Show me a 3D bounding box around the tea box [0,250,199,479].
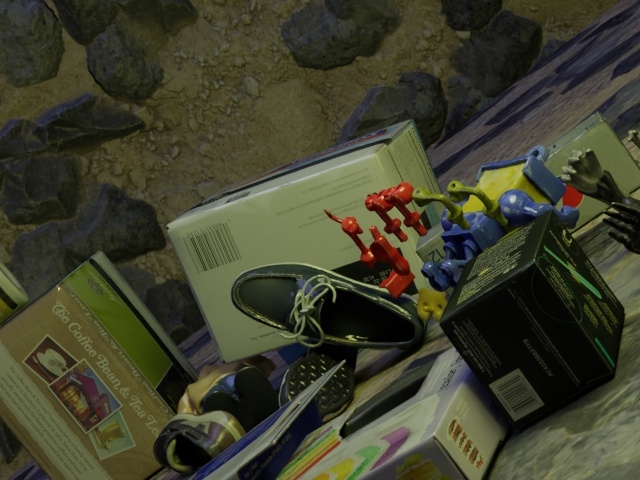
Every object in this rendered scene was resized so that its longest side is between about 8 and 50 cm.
[{"bbox_3d":[-0.373,0.229,2.372,0.220,0.329,0.323,-37,4,8],"label":"tea box"}]

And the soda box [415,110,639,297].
[{"bbox_3d":[0.262,-0.038,1.817,0.286,0.098,0.091,-36,7,13],"label":"soda box"}]

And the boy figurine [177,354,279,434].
[{"bbox_3d":[-0.145,0.236,2.143,0.177,0.092,0.285,-38,5,-12],"label":"boy figurine"}]

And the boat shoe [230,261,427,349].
[{"bbox_3d":[0.007,0.088,1.800,0.079,0.255,0.095,-37,-38,-79],"label":"boat shoe"}]

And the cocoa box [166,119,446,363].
[{"bbox_3d":[0.000,0.000,2.107,0.347,0.231,0.228,-19,11,22],"label":"cocoa box"}]

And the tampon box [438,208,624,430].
[{"bbox_3d":[0.188,0.065,1.259,0.101,0.120,0.161,-34,5,22],"label":"tampon box"}]

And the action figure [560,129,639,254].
[{"bbox_3d":[0.339,-0.077,1.438,0.164,0.141,0.275,-47,3,18],"label":"action figure"}]

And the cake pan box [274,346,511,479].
[{"bbox_3d":[0.057,0.196,1.284,0.246,0.070,0.267,-32,6,26],"label":"cake pan box"}]

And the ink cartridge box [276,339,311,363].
[{"bbox_3d":[-0.054,0.110,2.350,0.090,0.143,0.092,-35,6,16],"label":"ink cartridge box"}]

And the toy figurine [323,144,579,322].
[{"bbox_3d":[0.197,-0.052,1.645,0.217,0.191,0.362,-47,15,-22],"label":"toy figurine"}]

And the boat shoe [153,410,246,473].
[{"bbox_3d":[-0.184,0.287,2.001,0.073,0.080,0.223,-34,7,-36],"label":"boat shoe"}]

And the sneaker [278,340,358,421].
[{"bbox_3d":[-0.005,0.192,1.812,0.097,0.084,0.234,-63,-5,22],"label":"sneaker"}]

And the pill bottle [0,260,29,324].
[{"bbox_3d":[-0.579,0.117,2.291,0.208,0.119,0.119,-40,5,-5],"label":"pill bottle"}]

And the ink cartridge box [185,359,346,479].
[{"bbox_3d":[-0.109,0.273,1.520,0.371,0.069,0.176,-43,0,34],"label":"ink cartridge box"}]

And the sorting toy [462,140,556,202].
[{"bbox_3d":[0.296,-0.079,2.190,0.193,0.038,0.208,-29,10,13],"label":"sorting toy"}]
